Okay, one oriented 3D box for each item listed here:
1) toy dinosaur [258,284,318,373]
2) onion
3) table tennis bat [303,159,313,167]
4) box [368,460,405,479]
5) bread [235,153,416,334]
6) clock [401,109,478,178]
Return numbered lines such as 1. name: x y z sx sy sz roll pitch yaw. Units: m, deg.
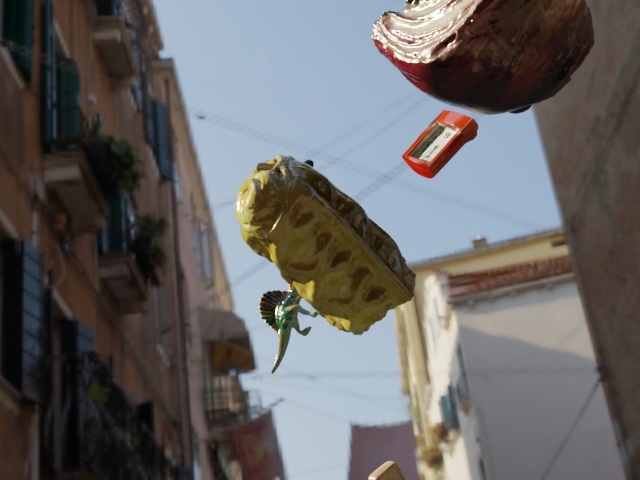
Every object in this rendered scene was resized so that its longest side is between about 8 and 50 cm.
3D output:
1. toy dinosaur: -0.065 0.130 1.773 0.187 0.106 0.044 -52 -16 0
2. onion: 0.249 -0.255 1.426 0.280 0.146 0.314 32 -39 -28
3. table tennis bat: -0.025 -0.107 1.621 0.050 0.007 0.083 -54 -15 3
4. box: 0.105 0.365 1.390 0.048 0.115 0.025 -34 16 -37
5. bread: 0.000 0.000 1.326 0.130 0.152 0.268 -24 -57 37
6. clock: 0.264 -0.207 2.195 0.155 0.113 0.061 -46 -57 -8
